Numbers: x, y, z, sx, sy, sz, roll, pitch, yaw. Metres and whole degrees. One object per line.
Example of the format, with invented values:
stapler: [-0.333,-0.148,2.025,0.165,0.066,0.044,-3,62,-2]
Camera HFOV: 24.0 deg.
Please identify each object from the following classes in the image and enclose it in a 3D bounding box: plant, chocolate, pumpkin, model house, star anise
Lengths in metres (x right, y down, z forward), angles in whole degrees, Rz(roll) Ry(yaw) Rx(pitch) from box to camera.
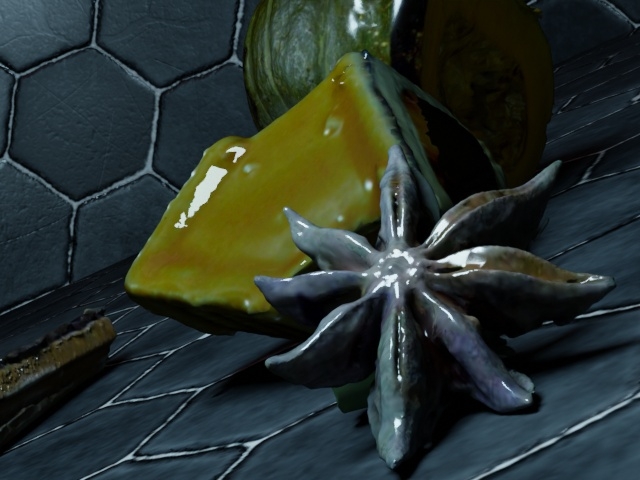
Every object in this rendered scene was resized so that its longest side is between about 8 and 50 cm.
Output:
plant: [0.053,0.057,0.801,0.102,0.051,0.051,-18,7,2]
chocolate: [-0.265,0.135,1.282,0.102,0.065,0.329,-42,-1,20]
pumpkin: [0.053,-0.163,1.278,0.232,0.242,0.325,12,-13,27]
model house: [0.007,0.007,1.046,0.239,0.173,0.268,-35,-28,16]
star anise: [0.057,0.027,0.753,0.181,0.061,0.204,-22,43,-2]
